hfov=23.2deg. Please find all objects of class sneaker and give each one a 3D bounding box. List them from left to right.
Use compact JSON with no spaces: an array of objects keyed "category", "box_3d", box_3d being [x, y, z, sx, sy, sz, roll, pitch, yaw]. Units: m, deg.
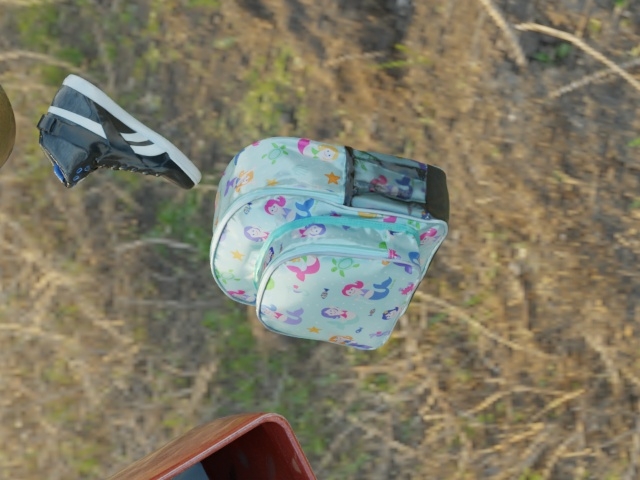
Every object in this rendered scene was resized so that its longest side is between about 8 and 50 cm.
[{"category":"sneaker","box_3d":[-0.265,-0.100,1.971,0.121,0.217,0.079,-56,22,-9]}]

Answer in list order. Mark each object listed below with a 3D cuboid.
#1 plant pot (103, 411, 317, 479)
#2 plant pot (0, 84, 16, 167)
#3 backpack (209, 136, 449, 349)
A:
[{"category":"plant pot","box_3d":[-0.124,0.310,1.379,0.267,0.267,0.236,64,164,-11]},{"category":"plant pot","box_3d":[-0.541,-0.097,1.971,0.237,0.237,0.254,-37,21,32]},{"category":"backpack","box_3d":[0.000,0.000,1.775,0.225,0.253,0.191,115,167,-48]}]
